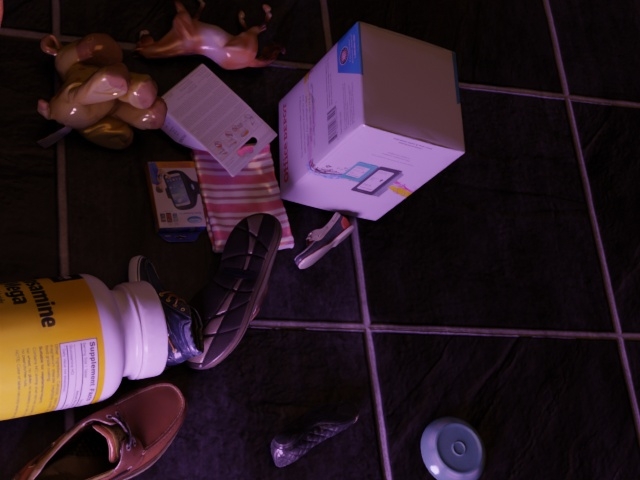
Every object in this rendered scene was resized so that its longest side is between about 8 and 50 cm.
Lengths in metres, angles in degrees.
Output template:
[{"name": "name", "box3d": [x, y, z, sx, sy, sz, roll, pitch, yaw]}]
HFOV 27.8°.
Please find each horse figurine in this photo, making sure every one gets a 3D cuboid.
[{"name": "horse figurine", "box3d": [-0.181, -0.357, 2.243, 0.263, 0.066, 0.174, 17, 54, -13]}]

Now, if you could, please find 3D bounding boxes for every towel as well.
[{"name": "towel", "box3d": [-0.130, -0.072, 2.144, 0.144, 0.029, 0.197, -5, 68, -25]}]

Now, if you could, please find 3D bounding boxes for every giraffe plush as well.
[{"name": "giraffe plush", "box3d": [-0.364, -0.256, 2.075, 0.210, 0.181, 0.170, -16, 57, 7]}]

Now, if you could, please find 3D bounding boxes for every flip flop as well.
[{"name": "flip flop", "box3d": [-0.131, 0.084, 2.028, 0.112, 0.080, 0.277, 10, 62, 27]}]

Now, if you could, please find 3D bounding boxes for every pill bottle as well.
[{"name": "pill bottle", "box3d": [-0.395, 0.147, 1.821, 0.334, 0.188, 0.188, -8, 69, -27]}]

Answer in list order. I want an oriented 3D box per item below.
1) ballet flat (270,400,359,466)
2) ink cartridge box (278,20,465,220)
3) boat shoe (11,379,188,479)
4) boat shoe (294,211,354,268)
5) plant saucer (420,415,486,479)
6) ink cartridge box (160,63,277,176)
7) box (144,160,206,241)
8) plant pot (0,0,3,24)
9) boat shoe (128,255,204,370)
[{"name": "ballet flat", "box3d": [-0.010, 0.296, 2.012, 0.173, 0.049, 0.057, -22, 43, -35]}, {"name": "ink cartridge box", "box3d": [0.076, -0.189, 2.138, 0.197, 0.270, 0.198, 12, 61, -28]}, {"name": "boat shoe", "box3d": [-0.300, 0.295, 1.839, 0.307, 0.104, 0.111, -37, 84, -33]}, {"name": "boat shoe", "box3d": [0.000, 0.000, 2.154, 0.043, 0.049, 0.137, 47, 54, 7]}, {"name": "plant saucer", "box3d": [0.220, 0.339, 2.097, 0.119, 0.021, 0.119, 10, 61, -19]}, {"name": "ink cartridge box", "box3d": [-0.180, -0.196, 2.170, 0.179, 0.045, 0.145, 45, 48, -3]}, {"name": "box", "box3d": [-0.234, -0.063, 2.095, 0.081, 0.028, 0.136, -3, 65, -25]}, {"name": "plant pot", "box3d": [-0.652, -0.362, 1.926, 0.291, 0.291, 0.203, -29, 63, -32]}, {"name": "boat shoe", "box3d": [-0.231, 0.101, 1.971, 0.065, 0.083, 0.183, 21, 51, -68]}]
